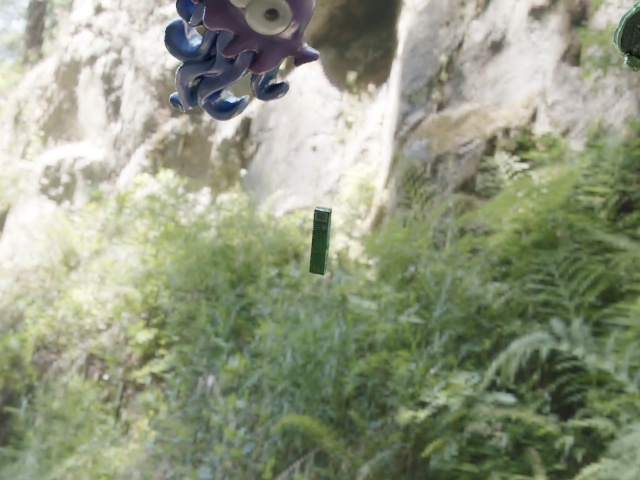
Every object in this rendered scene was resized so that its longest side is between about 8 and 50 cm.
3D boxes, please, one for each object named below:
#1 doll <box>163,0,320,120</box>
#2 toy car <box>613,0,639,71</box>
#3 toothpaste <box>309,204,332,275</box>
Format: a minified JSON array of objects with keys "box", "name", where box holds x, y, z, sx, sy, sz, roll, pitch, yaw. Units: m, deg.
[{"box":[-0.059,-0.144,0.720,0.110,0.067,0.206,42,-39,-4],"name":"doll"},{"box":[0.434,-0.229,1.227,0.186,0.093,0.058,26,25,-17],"name":"toy car"},{"box":[0.000,0.000,1.221,0.020,0.083,0.017,10,22,13],"name":"toothpaste"}]
